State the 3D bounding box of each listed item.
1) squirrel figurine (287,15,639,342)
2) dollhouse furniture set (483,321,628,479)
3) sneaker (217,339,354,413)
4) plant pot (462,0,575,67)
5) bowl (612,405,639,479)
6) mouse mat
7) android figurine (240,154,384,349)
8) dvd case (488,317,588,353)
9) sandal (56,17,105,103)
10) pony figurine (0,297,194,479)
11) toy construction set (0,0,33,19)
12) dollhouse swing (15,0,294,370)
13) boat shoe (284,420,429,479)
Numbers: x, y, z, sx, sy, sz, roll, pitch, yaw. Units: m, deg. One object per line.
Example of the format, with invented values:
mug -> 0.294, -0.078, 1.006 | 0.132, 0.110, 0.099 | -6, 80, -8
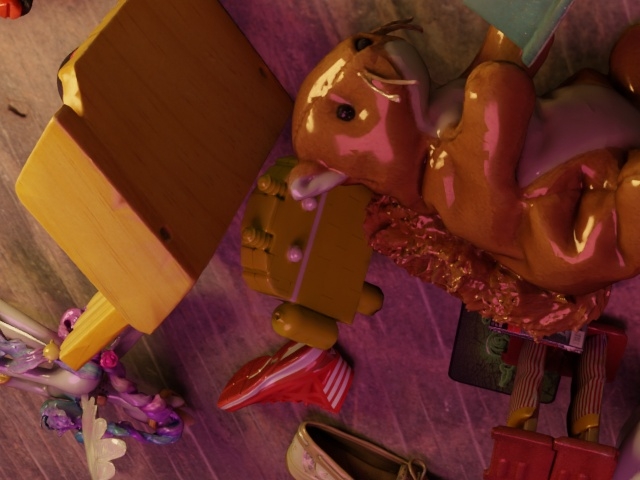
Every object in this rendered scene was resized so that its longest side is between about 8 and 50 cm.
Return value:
squirrel figurine -> 0.148, -0.059, 1.280 | 0.370, 0.281, 0.397 | 8, 140, 1
dollhouse furniture set -> 0.296, 0.290, 1.588 | 0.152, 0.201, 0.374 | 10, 138, 8
sneaker -> -0.043, 0.225, 1.732 | 0.128, 0.087, 0.221 | 45, 130, -17
plant pot -> 0.133, -0.383, 1.019 | 0.334, 0.341, 0.341 | 33, 132, 3
bowl -> 0.472, 0.279, 1.517 | 0.298, 0.134, 0.298 | -16, 130, -21
mouse mat -> 0.257, 0.143, 1.607 | 0.153, 0.007, 0.189 | 13, 131, 10
android figurine -> 0.000, 0.000, 1.419 | 0.056, 0.248, 0.273 | 10, 168, 38
dvd case -> 0.278, 0.090, 1.500 | 0.119, 0.087, 0.013 | 13, 149, 9
sandal -> -0.282, -0.218, 1.477 | 0.067, 0.040, 0.179 | 37, 131, -12
pony figurine -> -0.343, 0.186, 1.719 | 0.363, 0.302, 0.351 | 23, 165, -4
toy construction set -> -0.424, -0.348, 1.347 | 0.328, 0.151, 0.215 | 7, 155, 24
dollhouse swing -> -0.239, -0.076, 1.375 | 0.305, 0.347, 0.315 | -21, 119, 34
boat shoe -> 0.085, 0.362, 1.786 | 0.285, 0.104, 0.089 | 22, 135, 2
